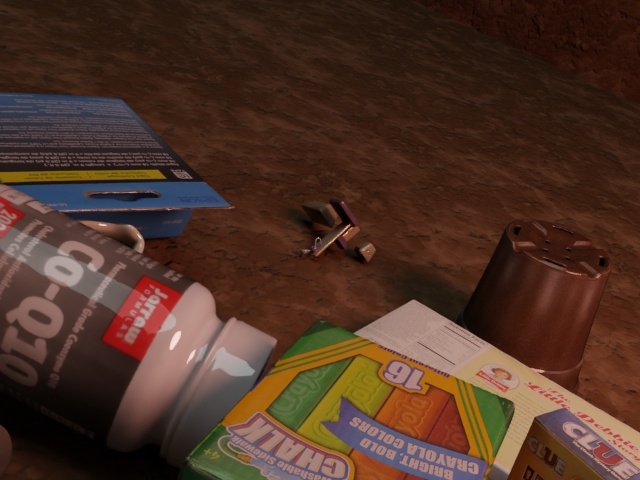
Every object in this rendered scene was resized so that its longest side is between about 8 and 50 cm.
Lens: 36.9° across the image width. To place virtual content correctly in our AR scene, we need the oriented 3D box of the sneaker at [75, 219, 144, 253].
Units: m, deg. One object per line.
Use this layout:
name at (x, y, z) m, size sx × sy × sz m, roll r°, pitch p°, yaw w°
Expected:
sneaker at (-0.289, 0.019, 0.969) m, size 0.229 × 0.092 × 0.087 m, roll -11°, pitch 77°, yaw -40°

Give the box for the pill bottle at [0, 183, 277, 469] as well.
pill bottle at (-0.191, 0.082, 0.830) m, size 0.283 × 0.161 × 0.161 m, roll 26°, pitch 27°, yaw 2°

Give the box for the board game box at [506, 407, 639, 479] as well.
board game box at (0.233, 0.267, 0.726) m, size 0.042 × 0.165 × 0.243 m, roll -6°, pitch 35°, yaw -38°

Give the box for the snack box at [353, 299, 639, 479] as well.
snack box at (0.169, 0.183, 0.970) m, size 0.322 × 0.060 × 0.187 m, roll 30°, pitch 30°, yaw 27°

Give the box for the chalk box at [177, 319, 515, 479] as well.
chalk box at (0.000, 0.215, 0.679) m, size 0.180 × 0.179 × 0.289 m, roll 22°, pitch 27°, yaw 13°

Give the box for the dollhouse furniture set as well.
dollhouse furniture set at (0.000, 0.000, 1.291) m, size 0.081 × 0.091 × 0.114 m, roll -41°, pitch 23°, yaw -14°

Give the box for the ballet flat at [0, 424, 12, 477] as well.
ballet flat at (-0.339, 0.182, 0.684) m, size 0.058 × 0.084 × 0.250 m, roll 4°, pitch 14°, yaw 38°

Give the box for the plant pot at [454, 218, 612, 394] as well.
plant pot at (0.247, 0.075, 1.107) m, size 0.167 × 0.165 × 0.167 m, roll 13°, pitch 27°, yaw -7°

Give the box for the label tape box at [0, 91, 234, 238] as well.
label tape box at (-0.289, -0.067, 1.140) m, size 0.241 × 0.105 × 0.334 m, roll -3°, pitch 31°, yaw -35°
